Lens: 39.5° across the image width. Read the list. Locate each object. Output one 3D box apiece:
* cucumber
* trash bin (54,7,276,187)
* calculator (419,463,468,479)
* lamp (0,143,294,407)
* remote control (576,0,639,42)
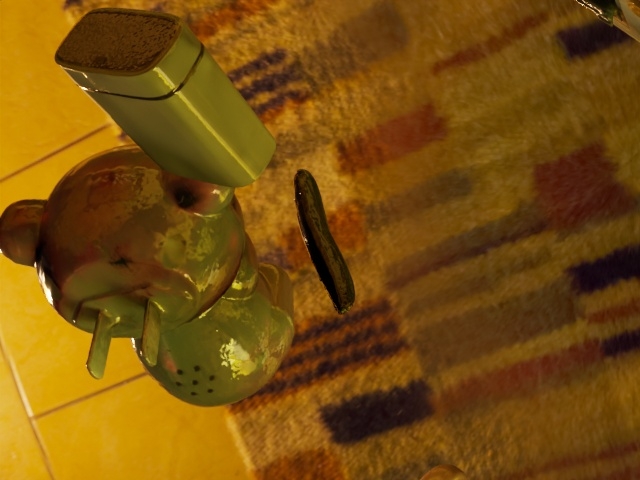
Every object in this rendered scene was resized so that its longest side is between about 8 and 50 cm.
[{"bbox_3d":[0.000,0.000,0.891,0.036,0.033,0.184,-45,50,34],"label":"cucumber"},{"bbox_3d":[-0.109,-0.102,0.644,0.116,0.130,0.059,17,68,39],"label":"trash bin"},{"bbox_3d":[0.083,0.228,0.726,0.024,0.166,0.103,37,81,27],"label":"calculator"},{"bbox_3d":[-0.157,0.055,0.888,0.247,0.301,0.248,-12,46,16],"label":"lamp"},{"bbox_3d":[0.273,-0.136,0.608,0.051,0.103,0.293,-50,59,7],"label":"remote control"}]
